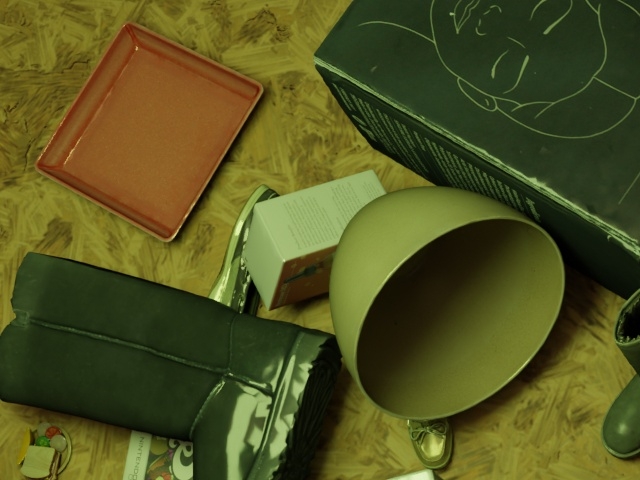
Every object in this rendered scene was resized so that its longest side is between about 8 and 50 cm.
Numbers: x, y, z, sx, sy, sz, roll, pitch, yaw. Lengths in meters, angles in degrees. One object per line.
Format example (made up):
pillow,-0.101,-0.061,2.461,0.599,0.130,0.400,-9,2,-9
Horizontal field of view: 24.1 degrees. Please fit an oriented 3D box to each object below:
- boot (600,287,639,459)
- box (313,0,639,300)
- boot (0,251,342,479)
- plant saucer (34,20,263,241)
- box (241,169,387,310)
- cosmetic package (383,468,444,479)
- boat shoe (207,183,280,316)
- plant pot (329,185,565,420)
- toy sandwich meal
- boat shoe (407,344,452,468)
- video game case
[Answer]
boot,0.373,0.150,1.729,0.076,0.208,0.190,31,83,25
box,0.338,-0.245,1.827,0.471,0.297,0.480,33,84,26
boot,-0.231,0.228,1.888,0.445,0.146,0.367,15,74,21
plant saucer,-0.237,-0.152,2.122,0.259,0.048,0.258,28,82,23
box,0.000,0.000,1.911,0.170,0.130,0.091,-18,64,-21
cosmetic package,0.078,0.376,1.781,0.183,0.151,0.151,-16,67,11
boat shoe,-0.091,0.039,1.996,0.073,0.080,0.224,20,84,17
plant pot,0.122,0.044,1.795,0.284,0.284,0.191,-41,44,1
toy sandwich meal,-0.376,0.286,2.027,0.085,0.029,0.086,-6,70,16
boat shoe,0.132,0.208,1.876,0.056,0.048,0.153,-7,70,16
video game case,-0.146,0.321,1.933,0.232,0.042,0.210,4,74,19
